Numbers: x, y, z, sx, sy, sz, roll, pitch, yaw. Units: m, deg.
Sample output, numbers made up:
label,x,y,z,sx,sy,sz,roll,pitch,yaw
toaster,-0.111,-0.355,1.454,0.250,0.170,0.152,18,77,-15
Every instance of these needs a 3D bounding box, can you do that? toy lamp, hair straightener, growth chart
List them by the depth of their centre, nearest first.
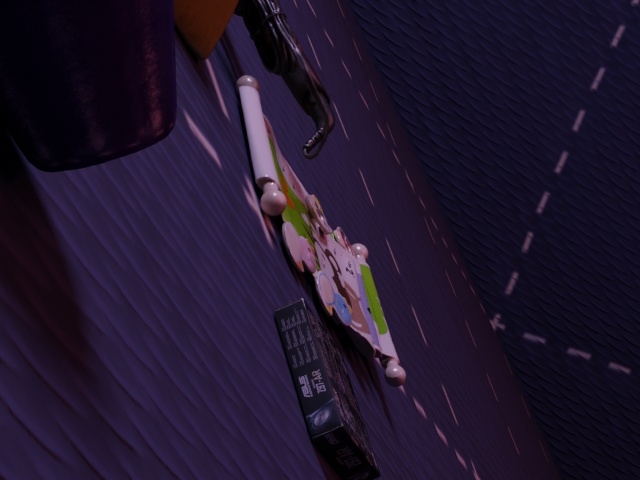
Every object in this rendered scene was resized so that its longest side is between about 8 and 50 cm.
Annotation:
label,x,y,z,sx,sy,sz,roll,pitch,yaw
toy lamp,-0.104,-0.156,0.479,0.080,0.080,0.275,-89,164,-74
hair straightener,-0.049,-0.158,1.080,0.230,0.047,0.089,67,7,20
growth chart,0.000,0.000,1.082,0.237,0.021,0.172,56,11,-45

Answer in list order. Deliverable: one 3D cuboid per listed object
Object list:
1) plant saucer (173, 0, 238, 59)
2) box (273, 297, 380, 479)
label,x,y,z,sx,sy,sz,roll,pitch,yaw
plant saucer,-0.130,-0.329,0.949,0.333,0.081,0.333,59,10,-46
box,0.004,0.082,0.852,0.067,0.018,0.083,57,12,-53
